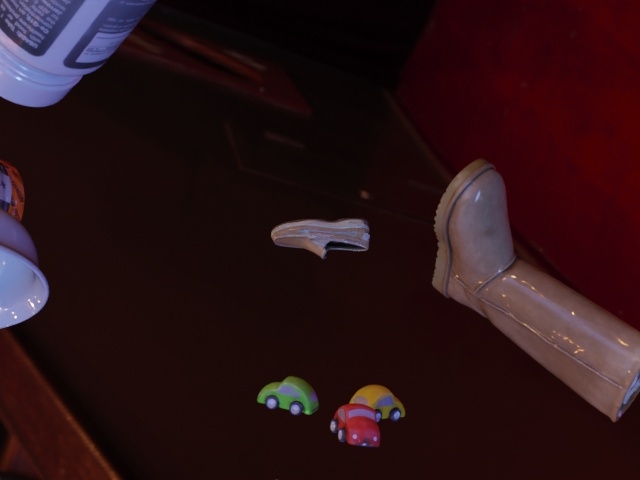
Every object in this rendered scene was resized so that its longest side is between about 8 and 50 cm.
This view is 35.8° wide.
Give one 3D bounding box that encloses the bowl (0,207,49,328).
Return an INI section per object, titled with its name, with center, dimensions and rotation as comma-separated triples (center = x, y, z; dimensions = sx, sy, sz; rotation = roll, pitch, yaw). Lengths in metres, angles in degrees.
[bowl]
center = -0.531, 0.010, 1.394
dimensions = 0.298, 0.298, 0.134
rotation = 130, 143, -50

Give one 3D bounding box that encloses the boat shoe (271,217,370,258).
[boat shoe]
center = 0.000, 0.000, 1.900
dimensions = 0.068, 0.190, 0.072
rotation = 76, -170, -67

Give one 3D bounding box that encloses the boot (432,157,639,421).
[boot]
center = 0.257, 0.053, 1.116
dimensions = 0.089, 0.269, 0.236
rotation = -40, -30, -23

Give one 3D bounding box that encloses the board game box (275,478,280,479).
[board game box]
center = 0.120, 0.634, 1.918
dimensions = 0.050, 0.390, 0.390
rotation = -57, 42, 4

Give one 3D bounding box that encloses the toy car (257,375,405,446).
[toy car]
center = 0.010, 0.252, 1.554
dimensions = 0.239, 0.225, 0.053
rotation = -9, -71, -73

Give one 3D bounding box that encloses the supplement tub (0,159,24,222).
[supplement tub]
center = -0.674, -0.080, 1.624
dimensions = 0.207, 0.338, 0.207
rotation = -5, 82, 37

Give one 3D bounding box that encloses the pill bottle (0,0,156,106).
[pill bottle]
center = -0.261, -0.278, 1.049
dimensions = 0.283, 0.161, 0.161
rotation = -38, 38, 37
